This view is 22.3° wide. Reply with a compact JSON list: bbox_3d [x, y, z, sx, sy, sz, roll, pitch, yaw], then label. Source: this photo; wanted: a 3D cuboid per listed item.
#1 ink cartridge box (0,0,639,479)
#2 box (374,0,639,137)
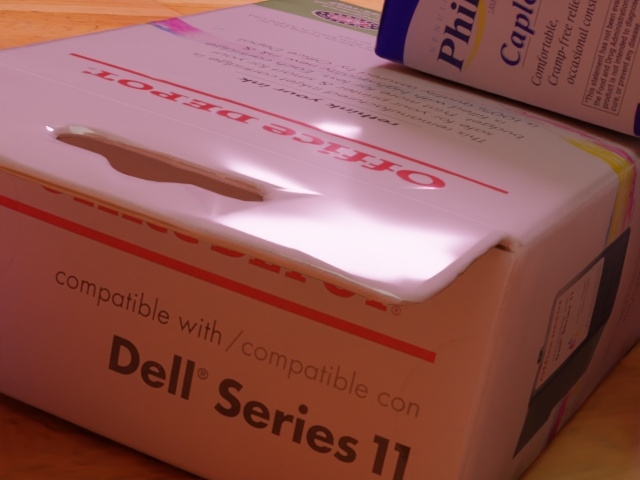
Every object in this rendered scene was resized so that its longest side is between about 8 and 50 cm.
[{"bbox_3d":[0.000,0.000,0.610,0.207,0.119,0.353,19,19,20],"label":"ink cartridge box"},{"bbox_3d":[0.112,-0.096,0.661,0.137,0.072,0.126,19,18,20],"label":"box"}]
